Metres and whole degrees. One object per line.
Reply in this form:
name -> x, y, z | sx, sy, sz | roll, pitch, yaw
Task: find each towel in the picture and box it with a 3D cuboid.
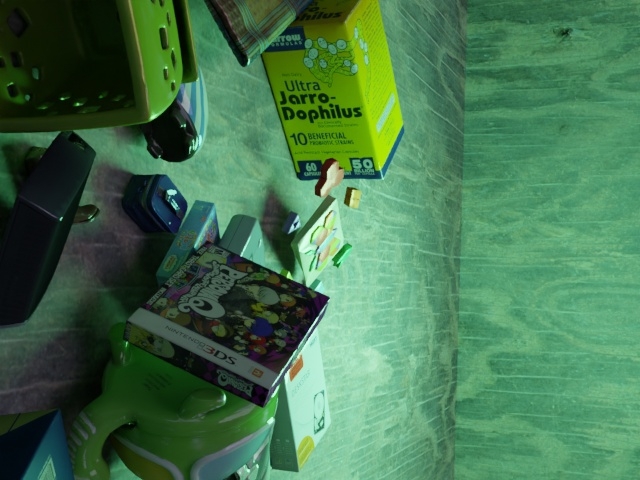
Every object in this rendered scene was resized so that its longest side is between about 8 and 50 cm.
towel -> -0.119, -0.500, 1.504 | 0.271, 0.040, 0.370 | 59, 36, -23

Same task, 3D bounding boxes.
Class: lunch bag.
lunch bag -> -0.245, -0.057, 1.275 | 0.098, 0.065, 0.067 | 59, 38, -52

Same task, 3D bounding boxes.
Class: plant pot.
plant pot -> -0.274, -0.264, 1.011 | 0.207, 0.227, 0.228 | -52, 138, -63

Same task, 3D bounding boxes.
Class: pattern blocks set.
pattern blocks set -> 0.000, 0.000, 1.755 | 0.285, 0.026, 0.325 | -57, 156, -10

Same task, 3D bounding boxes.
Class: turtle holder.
turtle holder -> -0.194, 0.252, 1.192 | 0.320, 0.243, 0.227 | -57, 158, -58

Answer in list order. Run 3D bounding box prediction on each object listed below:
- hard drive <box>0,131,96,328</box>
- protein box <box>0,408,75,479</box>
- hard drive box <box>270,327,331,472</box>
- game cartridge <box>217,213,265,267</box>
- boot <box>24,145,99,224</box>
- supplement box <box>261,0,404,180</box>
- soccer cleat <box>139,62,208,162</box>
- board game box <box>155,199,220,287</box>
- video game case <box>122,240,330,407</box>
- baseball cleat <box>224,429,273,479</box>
hard drive -> -0.306, -0.018, 0.939 | 0.254, 0.054, 0.172 | -104, -143, -67
protein box -> -0.342, 0.316, 0.885 | 0.200, 0.136, 0.201 | -100, -176, -74
hard drive box -> -0.064, 0.308, 1.684 | 0.181, 0.089, 0.232 | -46, 132, -59
game cartridge -> -0.145, 0.107, 1.436 | 0.297, 0.062, 0.198 | 92, 10, -46
boot -> -0.336, -0.073, 1.106 | 0.106, 0.037, 0.114 | -43, 125, -62
supplement box -> 0.030, -0.320, 1.748 | 0.195, 0.194, 0.356 | -63, 145, -46
soccer cleat -> -0.242, -0.276, 1.243 | 0.143, 0.116, 0.331 | -77, 161, -54
board game box -> -0.199, 0.065, 1.355 | 0.211, 0.039, 0.160 | 90, 16, -49
video game case -> -0.121, 0.106, 1.171 | 0.232, 0.210, 0.042 | -52, 164, -55
baseball cleat -> -0.132, 0.371, 1.549 | 0.109, 0.072, 0.206 | -13, 99, -60
